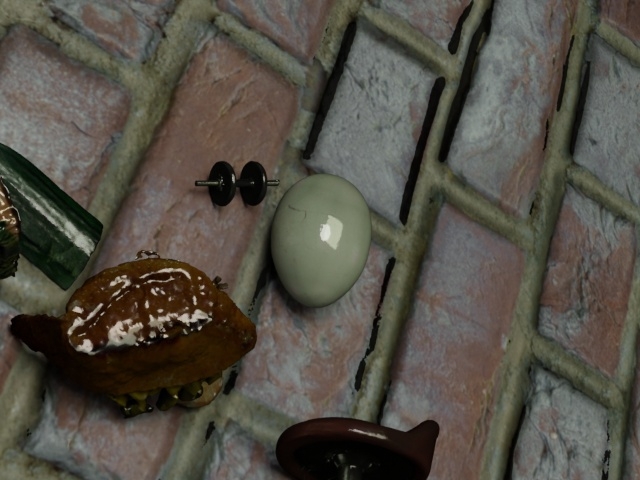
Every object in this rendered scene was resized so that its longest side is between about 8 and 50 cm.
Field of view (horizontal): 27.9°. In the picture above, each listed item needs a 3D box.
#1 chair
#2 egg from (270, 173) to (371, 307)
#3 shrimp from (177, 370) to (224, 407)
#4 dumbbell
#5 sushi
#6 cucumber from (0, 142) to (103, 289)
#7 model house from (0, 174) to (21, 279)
[{"bbox_3d":[0.031,0.399,1.702,0.226,0.226,0.401,26,53,-23],"label":"chair"},{"bbox_3d":[0.000,0.000,1.924,0.151,0.151,0.209,21,62,-26],"label":"egg"},{"bbox_3d":[-0.214,0.131,1.775,0.223,0.047,0.126,53,44,-6],"label":"shrimp"},{"bbox_3d":[-0.124,-0.086,1.932,0.147,0.069,0.069,-1,68,-36],"label":"dumbbell"},{"bbox_3d":[-0.234,0.123,1.659,0.296,0.179,0.167,-16,68,-19],"label":"sushi"},{"bbox_3d":[-0.398,-0.057,1.729,0.244,0.063,0.115,39,50,-11],"label":"cucumber"},{"bbox_3d":[-0.474,-0.019,1.571,0.172,0.183,0.167,-21,81,-25],"label":"model house"}]
